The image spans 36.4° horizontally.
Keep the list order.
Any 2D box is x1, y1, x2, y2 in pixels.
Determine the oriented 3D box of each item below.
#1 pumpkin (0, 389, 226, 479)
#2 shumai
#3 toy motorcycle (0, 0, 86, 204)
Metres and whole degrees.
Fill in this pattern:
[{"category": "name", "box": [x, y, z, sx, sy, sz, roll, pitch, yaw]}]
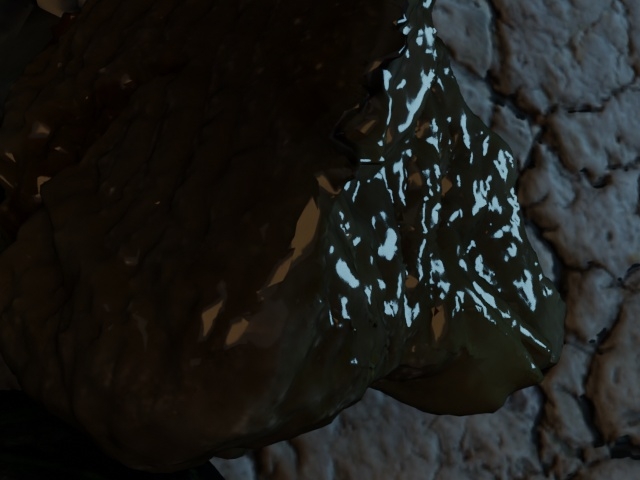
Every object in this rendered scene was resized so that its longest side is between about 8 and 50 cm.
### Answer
[{"category": "pumpkin", "box": [-0.168, 0.180, 0.419, 0.315, 0.315, 0.238, -8, 109, -20]}, {"category": "shumai", "box": [-0.006, -0.011, 0.526, 0.283, 0.217, 0.346, 54, 31, -47]}, {"category": "toy motorcycle", "box": [-0.206, -0.086, 0.556, 0.159, 0.106, 0.270, 35, 67, -13]}]
